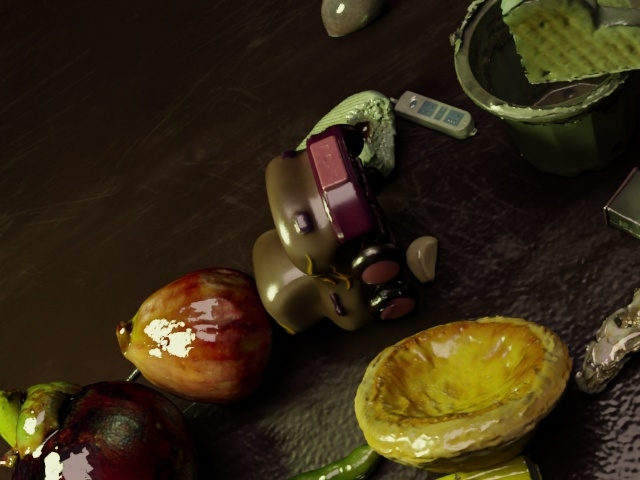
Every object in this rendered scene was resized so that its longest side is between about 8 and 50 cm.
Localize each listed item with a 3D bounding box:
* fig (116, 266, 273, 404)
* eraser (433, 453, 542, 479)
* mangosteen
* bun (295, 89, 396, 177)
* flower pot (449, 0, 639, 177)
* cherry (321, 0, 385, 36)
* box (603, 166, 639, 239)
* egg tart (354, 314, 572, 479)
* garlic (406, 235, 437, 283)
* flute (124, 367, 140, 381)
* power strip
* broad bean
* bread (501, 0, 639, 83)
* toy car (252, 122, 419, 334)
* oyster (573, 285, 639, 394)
[{"bbox_3d":[-0.188,0.153,1.470,0.263,0.224,0.224,-7,59,29],"label":"fig"},{"bbox_3d":[0.201,0.390,1.201,0.226,0.069,0.158,-23,56,15],"label":"eraser"},{"bbox_3d":[-0.356,0.350,1.356,0.306,0.359,0.306,-53,20,29],"label":"mangosteen"},{"bbox_3d":[0.059,-0.157,1.567,0.212,0.126,0.204,-48,25,-11],"label":"bun"},{"bbox_3d":[0.369,-0.238,1.361,0.290,0.259,0.290,-13,56,21],"label":"flower pot"},{"bbox_3d":[0.049,-0.484,1.790,0.188,0.115,0.148,48,129,46],"label":"cherry"},{"bbox_3d":[0.467,-0.052,1.327,0.063,0.060,0.085,34,81,33],"label":"box"},{"bbox_3d":[0.198,0.222,1.237,0.319,0.128,0.319,-21,21,9],"label":"egg tart"},{"bbox_3d":[0.164,0.028,1.452,0.041,0.053,0.083,-22,55,45],"label":"garlic"},{"bbox_3d":[-0.298,0.199,1.622,0.269,0.014,0.014,-49,51,-6],"label":"flute"},{"bbox_3d":[0.196,-0.224,1.593,0.191,0.030,0.047,27,77,37],"label":"power strip"},{"bbox_3d":[-0.009,0.359,1.346,0.256,0.053,0.052,-28,15,11],"label":"broad bean"},{"bbox_3d":[0.325,-0.261,1.158,0.232,0.172,0.064,14,62,-15],"label":"bread"},{"bbox_3d":[0.000,0.000,1.369,0.240,0.341,0.271,-21,53,7],"label":"toy car"},{"bbox_3d":[0.432,0.130,1.252,0.199,0.061,0.106,-28,35,8],"label":"oyster"}]
